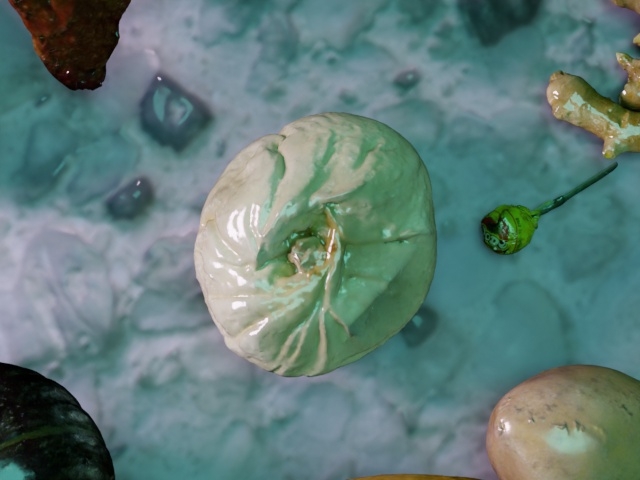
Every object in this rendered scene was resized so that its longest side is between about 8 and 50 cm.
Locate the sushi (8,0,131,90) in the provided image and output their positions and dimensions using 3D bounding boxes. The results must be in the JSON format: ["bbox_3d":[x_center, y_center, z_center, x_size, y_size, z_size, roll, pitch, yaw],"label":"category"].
[{"bbox_3d":[-0.164,-0.269,0.979,0.166,0.179,0.296,-25,72,34],"label":"sushi"}]

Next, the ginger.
[{"bbox_3d":[0.239,-0.155,1.076,0.176,0.052,0.193,42,88,0],"label":"ginger"}]

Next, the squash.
[{"bbox_3d":[-0.216,0.174,0.923,0.193,0.156,0.193,-15,52,20],"label":"squash"}]

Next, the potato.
[{"bbox_3d":[0.181,0.142,1.009,0.147,0.112,0.112,3,83,-14],"label":"potato"}]

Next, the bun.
[{"bbox_3d":[0.000,0.000,0.996,0.188,0.111,0.164,-39,92,-13],"label":"bun"}]

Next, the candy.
[{"bbox_3d":[0.170,-0.027,1.064,0.123,0.035,0.035,-28,91,-17],"label":"candy"}]

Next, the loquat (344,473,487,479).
[{"bbox_3d":[0.072,0.269,0.893,0.274,0.275,0.275,1,83,-7],"label":"loquat"}]
